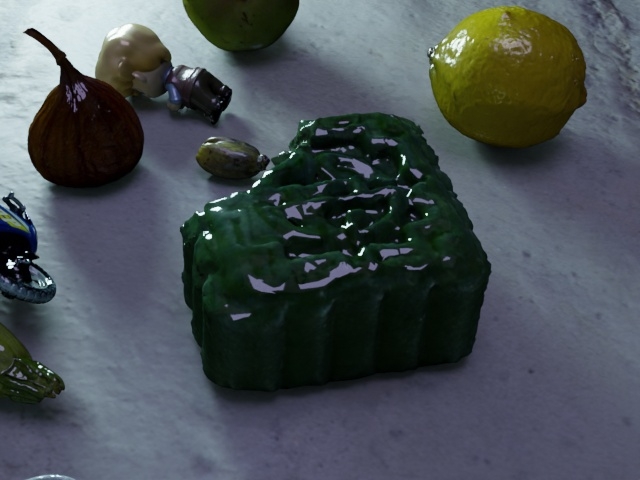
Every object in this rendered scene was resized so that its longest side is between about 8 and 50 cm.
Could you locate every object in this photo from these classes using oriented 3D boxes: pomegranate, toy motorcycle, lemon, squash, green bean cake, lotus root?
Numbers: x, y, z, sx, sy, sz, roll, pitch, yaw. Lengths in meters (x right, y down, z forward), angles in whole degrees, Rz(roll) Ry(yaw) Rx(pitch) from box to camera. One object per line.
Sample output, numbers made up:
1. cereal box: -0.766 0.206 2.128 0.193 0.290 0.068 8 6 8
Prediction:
1. pomegranate: -0.121 -0.373 1.414 0.179 0.210 0.179 -2 78 7
2. toy motorcycle: -0.414 -0.026 0.978 0.315 0.113 0.169 30 11 -3
3. lemon: 0.258 -0.225 1.253 0.231 0.192 0.192 17 43 3
4. squash: -0.401 0.093 0.912 0.341 0.094 0.094 13 43 12
5. green bean cake: 0.000 0.000 0.997 0.308 0.169 0.300 -9 44 -13
6. lotus root: -0.114 -0.105 1.184 0.099 0.049 0.054 11 34 7

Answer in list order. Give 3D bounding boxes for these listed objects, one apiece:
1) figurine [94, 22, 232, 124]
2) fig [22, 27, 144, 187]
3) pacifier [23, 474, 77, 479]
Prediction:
1. figurine: -0.223 -0.231 1.291 0.196 0.108 0.114 27 54 -3
2. fig: -0.298 -0.172 1.133 0.134 0.201 0.146 17 37 26
3. pacifier: -0.288 0.261 0.645 0.287 0.226 0.238 11 61 7
